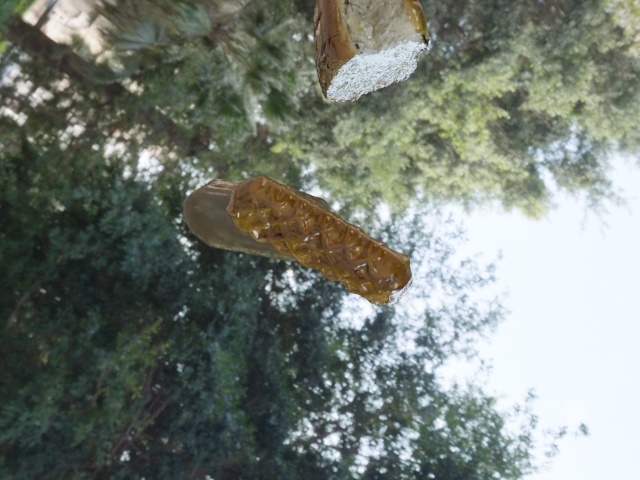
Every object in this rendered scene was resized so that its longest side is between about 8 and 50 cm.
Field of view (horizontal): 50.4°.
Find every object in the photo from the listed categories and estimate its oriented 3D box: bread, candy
[{"bbox_3d":[0.000,0.000,0.529,0.052,0.157,0.044,-58,177,-43],"label":"bread"},{"bbox_3d":[-0.095,-0.033,1.076,0.104,0.234,0.102,-55,151,-70],"label":"candy"},{"bbox_3d":[0.029,-0.149,0.487,0.077,0.070,0.083,-17,168,-8],"label":"bread"}]
